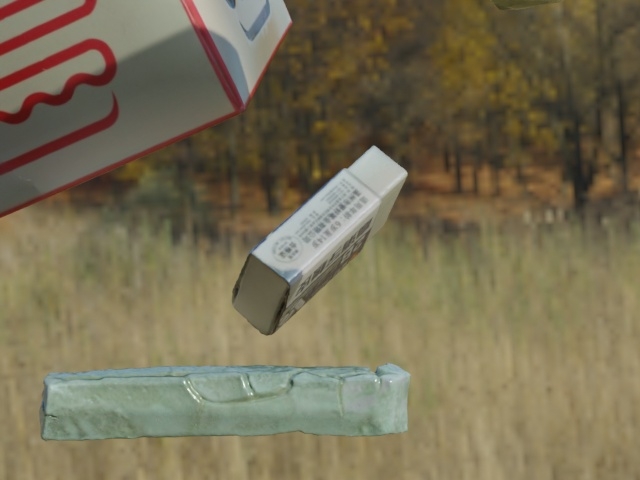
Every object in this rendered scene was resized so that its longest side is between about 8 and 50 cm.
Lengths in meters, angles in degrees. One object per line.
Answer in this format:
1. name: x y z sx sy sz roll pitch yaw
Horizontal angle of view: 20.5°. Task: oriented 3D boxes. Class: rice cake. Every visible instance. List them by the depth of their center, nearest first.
1. rice cake: -0.086 0.147 1.610 0.336 0.066 0.063 -2 12 -5

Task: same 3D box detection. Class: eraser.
1. eraser: 0.000 0.000 1.937 0.210 0.068 0.124 -43 -14 -31

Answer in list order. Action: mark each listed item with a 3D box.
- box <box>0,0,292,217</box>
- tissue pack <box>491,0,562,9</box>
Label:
1. box: -0.227 -0.211 1.385 0.312 0.300 0.314 -23 15 14
2. tissue pack: 0.200 -0.261 0.718 0.297 0.207 0.380 -21 -4 -11
